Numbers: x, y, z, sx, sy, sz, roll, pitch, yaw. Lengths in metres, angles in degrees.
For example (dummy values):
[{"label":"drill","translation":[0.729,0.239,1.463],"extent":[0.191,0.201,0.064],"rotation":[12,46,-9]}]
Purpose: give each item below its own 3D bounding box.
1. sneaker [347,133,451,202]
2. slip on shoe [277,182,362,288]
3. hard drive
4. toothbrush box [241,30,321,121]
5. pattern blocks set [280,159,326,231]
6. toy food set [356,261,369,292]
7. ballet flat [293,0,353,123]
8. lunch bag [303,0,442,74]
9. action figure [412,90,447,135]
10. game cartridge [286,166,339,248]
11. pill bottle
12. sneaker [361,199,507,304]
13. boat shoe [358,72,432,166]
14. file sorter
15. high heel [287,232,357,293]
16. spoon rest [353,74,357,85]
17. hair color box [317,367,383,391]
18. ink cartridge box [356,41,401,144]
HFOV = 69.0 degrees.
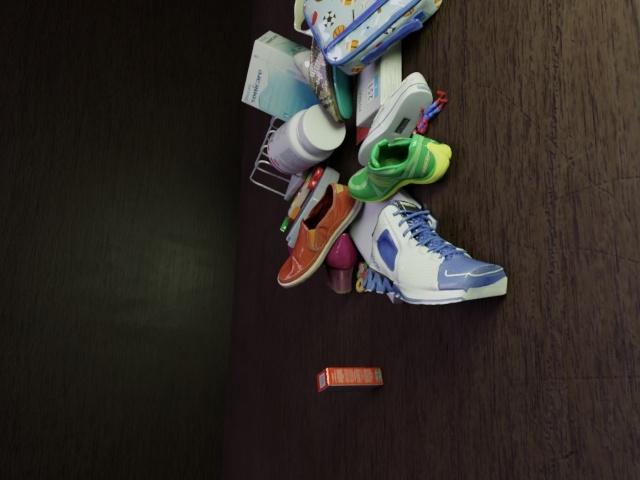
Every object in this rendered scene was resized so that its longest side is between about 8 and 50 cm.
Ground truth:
[{"label":"sneaker","translation":[0.148,-0.167,1.015],"extent":[0.295,0.123,0.109],"rotation":[-17,48,57]},{"label":"slip on shoe","translation":[-0.022,-0.015,1.242],"extent":[0.331,0.101,0.123],"rotation":[-53,31,15]},{"label":"hard drive","translation":[0.159,-0.028,1.121],"extent":[0.319,0.040,0.210],"rotation":[-117,38,-56]},{"label":"toothbrush box","translation":[-0.086,-0.513,1.533],"extent":[0.126,0.295,0.216],"rotation":[-66,-1,-49]},{"label":"pattern blocks set","translation":[-0.057,-0.172,1.607],"extent":[0.325,0.026,0.285],"rotation":[-56,10,34]},{"label":"toy food set","translation":[0.117,0.094,1.232],"extent":[0.083,0.020,0.082],"rotation":[140,132,-63]},{"label":"ballet flat","translation":[0.011,-0.569,1.283],"extent":[0.164,0.182,0.483],"rotation":[-16,-69,-65]},{"label":"lunch bag","translation":[0.118,-0.546,1.071],"extent":[0.303,0.115,0.243],"rotation":[-32,69,29]},{"label":"action figure","translation":[0.232,-0.270,1.012],"extent":[0.115,0.030,0.038],"rotation":[120,145,-52]},{"label":"game cartridge","translation":[-0.015,-0.116,1.419],"extent":[0.198,0.062,0.297],"rotation":[-52,9,26]},{"label":"pill bottle","translation":[-0.047,-0.308,1.438],"extent":[0.283,0.160,0.160],"rotation":[170,105,-65]},{"label":"sneaker","translation":[0.177,0.014,0.860],"extent":[0.315,0.127,0.182],"rotation":[3,95,62]},{"label":"boat shoe","translation":[0.173,-0.279,1.105],"extent":[0.258,0.095,0.084],"rotation":[-46,37,44]},{"label":"file sorter","translation":[-0.126,-0.326,1.693],"extent":[0.193,0.173,0.278],"rotation":[140,149,-63]},{"label":"high heel","translation":[0.000,0.000,1.412],"extent":[0.377,0.127,0.181],"rotation":[35,131,52]},{"label":"spoon rest","translation":[0.062,-0.581,1.440],"extent":[0.084,0.137,0.276],"rotation":[-28,47,53]},{"label":"hair color box","translation":[0.070,0.334,1.115],"extent":[0.072,0.141,0.043],"rotation":[125,145,-53]},{"label":"ink cartridge box","translation":[0.132,-0.447,1.280],"extent":[0.261,0.066,0.296],"rotation":[156,118,-66]}]
